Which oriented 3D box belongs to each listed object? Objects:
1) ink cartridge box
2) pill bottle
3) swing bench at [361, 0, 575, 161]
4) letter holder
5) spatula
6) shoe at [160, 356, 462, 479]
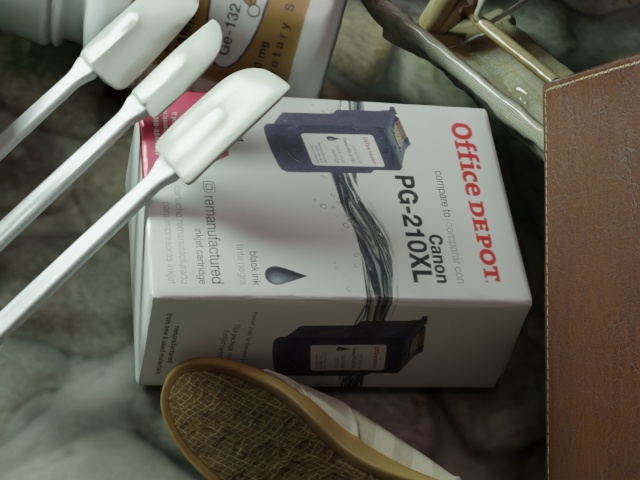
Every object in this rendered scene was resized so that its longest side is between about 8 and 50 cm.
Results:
[{"bbox_3d":[0.000,0.000,1.036,0.237,0.100,0.172,2,51,-13],"label":"ink cartridge box"},{"bbox_3d":[-0.101,-0.164,1.128,0.229,0.131,0.131,16,49,-1],"label":"pill bottle"},{"bbox_3d":[0.211,-0.164,1.138,0.255,0.165,0.253,-47,54,5],"label":"swing bench"},{"bbox_3d":[0.233,0.049,0.890,0.152,0.214,0.302,1,87,-15],"label":"letter holder"},{"bbox_3d":[-0.146,-0.053,1.005,0.242,0.019,0.168,-43,52,1],"label":"spatula"},{"bbox_3d":[0.004,0.136,0.958,0.219,0.076,0.058,28,7,12],"label":"shoe"}]
